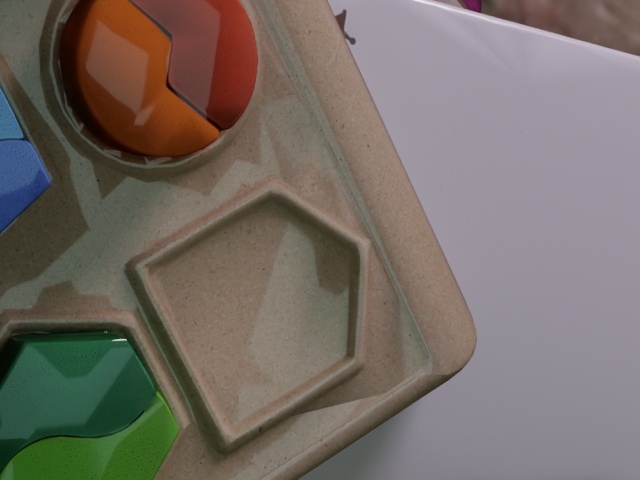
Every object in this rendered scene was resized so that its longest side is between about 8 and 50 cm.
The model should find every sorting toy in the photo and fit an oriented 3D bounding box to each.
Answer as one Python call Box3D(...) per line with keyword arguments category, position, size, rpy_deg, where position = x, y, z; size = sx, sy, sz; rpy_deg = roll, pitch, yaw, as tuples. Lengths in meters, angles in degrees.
Box3D(category="sorting toy", position=(-0.047, 0.043, 0.601), size=(0.229, 0.041, 0.307), rpy_deg=(-33, 107, -23))

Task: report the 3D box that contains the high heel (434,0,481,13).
Box3D(category="high heel", position=(-0.005, -0.194, 0.774), size=(0.244, 0.082, 0.117), rpy_deg=(35, 67, -23))

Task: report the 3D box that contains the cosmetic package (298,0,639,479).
Box3D(category="cosmetic package", position=(0.000, 0.000, 0.738), size=(0.365, 0.155, 0.197), rpy_deg=(9, 88, -29))
